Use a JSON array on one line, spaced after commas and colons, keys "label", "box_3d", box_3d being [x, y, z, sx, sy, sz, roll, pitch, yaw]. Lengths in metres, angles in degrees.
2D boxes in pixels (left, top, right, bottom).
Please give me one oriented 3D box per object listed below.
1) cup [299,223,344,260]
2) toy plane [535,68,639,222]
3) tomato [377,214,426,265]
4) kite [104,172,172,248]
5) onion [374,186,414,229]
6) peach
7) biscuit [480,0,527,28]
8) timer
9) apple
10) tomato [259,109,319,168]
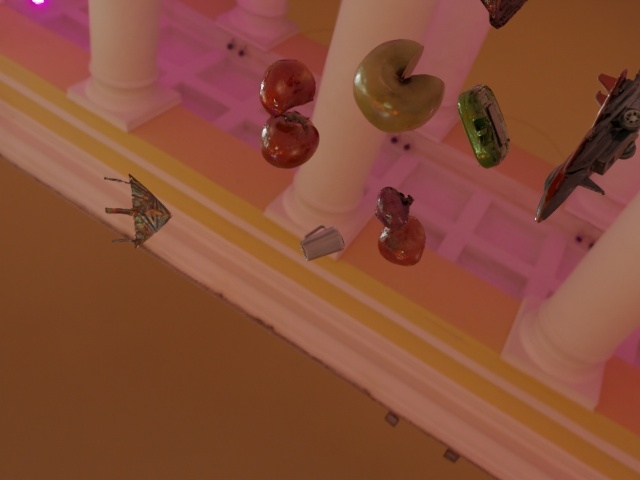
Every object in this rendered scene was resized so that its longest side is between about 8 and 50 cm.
[{"label": "cup", "box_3d": [0.000, 0.000, 1.664, 0.116, 0.074, 0.104, -21, -127, -10]}, {"label": "toy plane", "box_3d": [0.466, -0.151, 0.992, 0.104, 0.223, 0.326, 26, -105, 28]}, {"label": "tomato", "box_3d": [0.222, -0.001, 1.669, 0.069, 0.156, 0.156, -1, -136, -48]}, {"label": "kite", "box_3d": [-0.409, -0.061, 1.314, 0.160, 0.183, 0.010, 5, -156, 7]}, {"label": "onion", "box_3d": [0.186, -0.082, 1.460, 0.115, 0.104, 0.115, 49, -156, -30]}, {"label": "peach", "box_3d": [-0.094, -0.381, 1.461, 0.151, 0.151, 0.118, 44, -143, 23]}, {"label": "biscuit", "box_3d": [0.283, -0.482, 0.984, 0.235, 0.151, 0.063, 38, -177, -22]}, {"label": "timer", "box_3d": [0.285, -0.199, 1.012, 0.128, 0.047, 0.140, -42, -69, -54]}, {"label": "apple", "box_3d": [0.246, -0.484, 1.861, 0.291, 0.254, 0.292, 1, -98, -4]}, {"label": "tomato", "box_3d": [-0.087, -0.265, 1.570, 0.167, 0.167, 0.167, 10, -135, -10]}]
